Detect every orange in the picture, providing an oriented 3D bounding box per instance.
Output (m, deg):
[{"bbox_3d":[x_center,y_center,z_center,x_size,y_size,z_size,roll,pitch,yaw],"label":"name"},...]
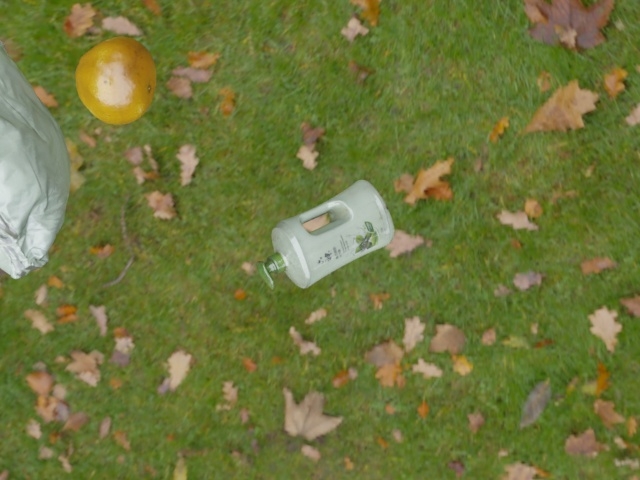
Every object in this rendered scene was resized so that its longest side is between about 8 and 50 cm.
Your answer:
[{"bbox_3d":[-0.369,-0.289,1.729,0.136,0.159,0.159,13,115,6],"label":"orange"}]

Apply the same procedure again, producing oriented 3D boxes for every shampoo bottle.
[{"bbox_3d":[0.000,0.000,1.552,0.234,0.087,0.118,-28,97,-24],"label":"shampoo bottle"}]

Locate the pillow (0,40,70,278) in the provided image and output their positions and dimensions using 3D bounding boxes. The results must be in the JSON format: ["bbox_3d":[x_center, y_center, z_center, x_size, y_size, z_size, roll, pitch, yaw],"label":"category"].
[{"bbox_3d":[-0.412,-0.133,1.180,0.138,0.310,0.283,-26,117,5],"label":"pillow"}]
